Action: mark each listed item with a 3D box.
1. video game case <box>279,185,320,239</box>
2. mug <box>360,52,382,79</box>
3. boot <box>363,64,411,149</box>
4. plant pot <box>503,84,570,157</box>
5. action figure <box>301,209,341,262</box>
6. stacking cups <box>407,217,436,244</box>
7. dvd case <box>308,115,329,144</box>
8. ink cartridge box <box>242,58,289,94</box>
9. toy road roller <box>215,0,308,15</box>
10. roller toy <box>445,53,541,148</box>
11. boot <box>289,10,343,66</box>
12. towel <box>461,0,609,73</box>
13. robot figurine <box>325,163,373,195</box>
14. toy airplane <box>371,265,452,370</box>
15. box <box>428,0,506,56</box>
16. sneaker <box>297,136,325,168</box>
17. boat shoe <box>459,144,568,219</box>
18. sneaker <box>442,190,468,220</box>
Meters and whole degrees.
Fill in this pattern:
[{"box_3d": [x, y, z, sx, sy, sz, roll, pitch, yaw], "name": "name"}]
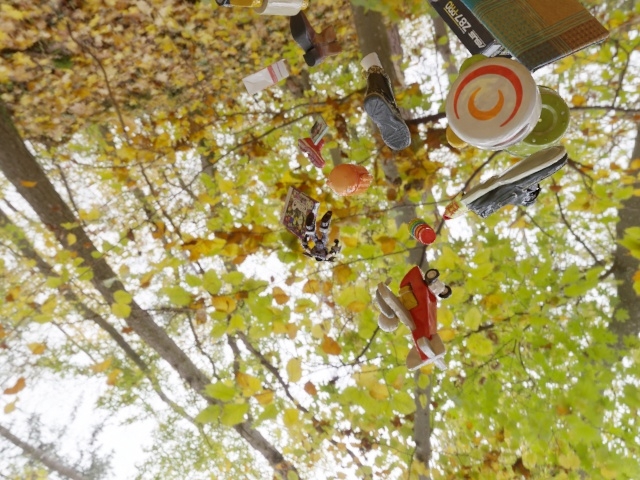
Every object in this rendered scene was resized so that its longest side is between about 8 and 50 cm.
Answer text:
[{"box_3d": [-0.110, -0.142, 2.195, 0.042, 0.210, 0.232, 0, -153, -42], "name": "video game case"}, {"box_3d": [0.180, -0.600, 1.481, 0.062, 0.064, 0.078, -30, 174, -9], "name": "mug"}, {"box_3d": [0.211, -0.414, 1.332, 0.085, 0.236, 0.178, -19, -131, 30], "name": "boot"}, {"box_3d": [1.029, -0.576, 2.055, 0.366, 0.366, 0.353, -11, -170, 20], "name": "plant pot"}, {"box_3d": [0.000, 0.000, 1.858, 0.185, 0.285, 0.099, 6, -131, 7], "name": "action figure"}, {"box_3d": [0.449, -0.031, 1.861, 0.096, 0.096, 0.316, -21, -171, 7], "name": "stacking cups"}, {"box_3d": [-0.009, -0.436, 1.688, 0.087, 0.013, 0.119, -50, -146, 22], "name": "dvd case"}, {"box_3d": [-0.197, -0.622, 1.617, 0.115, 0.067, 0.198, -14, -154, 26], "name": "ink cartridge box"}, {"box_3d": [-0.195, -0.856, 1.342, 0.202, 0.240, 0.329, -19, -141, -34], "name": "toy road roller"}, {"box_3d": [0.400, -0.306, 0.988, 0.191, 0.209, 0.146, 23, -165, 29], "name": "roller toy"}, {"box_3d": [-0.006, -0.999, 2.053, 0.096, 0.264, 0.280, -11, -153, 45], "name": "boot"}, {"box_3d": [0.536, -0.614, 1.126, 0.271, 0.040, 0.370, -26, -108, -11], "name": "towel"}, {"box_3d": [0.114, -0.239, 1.690, 0.158, 0.128, 0.219, 38, -155, 23], "name": "robot figurine"}, {"box_3d": [0.339, 0.308, 1.595, 0.272, 0.386, 0.384, -17, 177, 32], "name": "toy airplane"}, {"box_3d": [0.572, -0.806, 1.549, 0.395, 0.318, 0.097, -28, 172, -45], "name": "box"}, {"box_3d": [-0.009, -0.461, 2.162, 0.128, 0.087, 0.221, -26, -117, -24], "name": "sneaker"}, {"box_3d": [0.528, -0.137, 1.150, 0.127, 0.113, 0.340, -42, -176, -32], "name": "boat shoe"}, {"box_3d": [0.575, -0.134, 1.816, 0.094, 0.208, 0.081, -27, -110, -6], "name": "sneaker"}]
